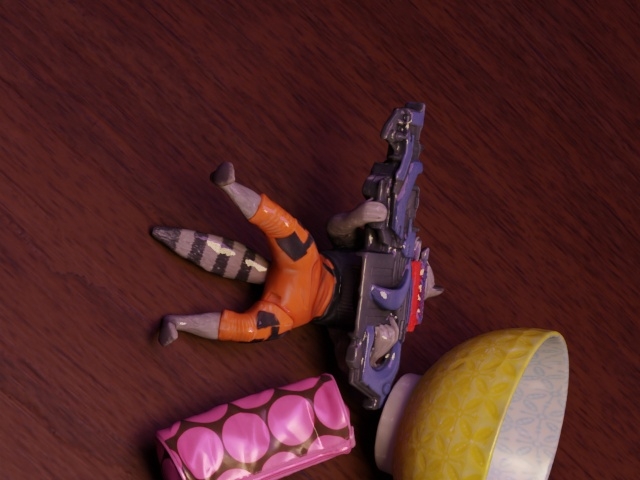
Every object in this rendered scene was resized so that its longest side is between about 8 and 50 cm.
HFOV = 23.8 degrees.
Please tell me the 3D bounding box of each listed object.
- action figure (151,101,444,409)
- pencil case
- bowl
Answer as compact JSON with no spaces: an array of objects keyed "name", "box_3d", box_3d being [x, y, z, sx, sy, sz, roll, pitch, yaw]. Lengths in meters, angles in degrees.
[{"name":"action figure","box_3d":[0.000,0.000,1.685,0.330,0.178,0.341,15,86,-35]},{"name":"pencil case","box_3d":[-0.063,0.210,1.559,0.209,0.095,0.098,-20,43,-22]},{"name":"bowl","box_3d":[0.153,0.220,1.670,0.156,0.289,0.289,16,47,23]}]
